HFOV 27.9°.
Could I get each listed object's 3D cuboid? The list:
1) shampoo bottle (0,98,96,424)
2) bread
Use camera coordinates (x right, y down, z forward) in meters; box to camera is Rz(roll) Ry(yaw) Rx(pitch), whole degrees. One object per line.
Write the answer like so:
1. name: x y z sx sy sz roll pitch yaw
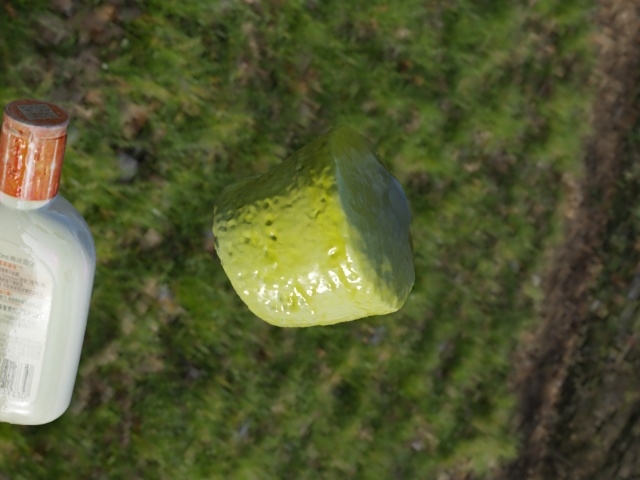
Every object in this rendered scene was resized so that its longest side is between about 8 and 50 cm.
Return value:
1. shampoo bottle: -0.199 0.016 0.841 0.051 0.108 0.221 -59 166 -63
2. bread: 0.000 0.000 0.856 0.129 0.114 0.111 60 24 -26
